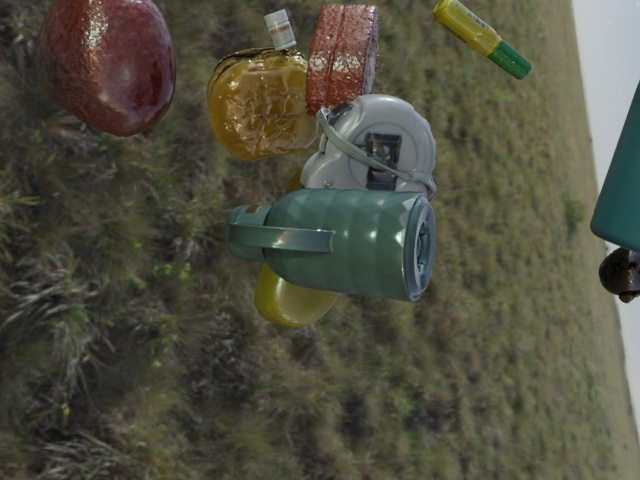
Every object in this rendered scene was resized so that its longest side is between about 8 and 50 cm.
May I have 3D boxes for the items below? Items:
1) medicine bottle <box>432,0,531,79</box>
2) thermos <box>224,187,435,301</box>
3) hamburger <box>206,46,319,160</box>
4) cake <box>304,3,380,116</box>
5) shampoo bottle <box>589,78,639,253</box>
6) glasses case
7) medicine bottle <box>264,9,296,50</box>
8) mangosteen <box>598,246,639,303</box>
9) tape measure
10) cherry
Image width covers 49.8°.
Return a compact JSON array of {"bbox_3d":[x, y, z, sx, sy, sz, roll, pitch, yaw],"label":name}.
[{"bbox_3d":[0.372,-0.460,1.581,0.260,0.064,0.095,34,21,-12],"label":"medicine bottle"},{"bbox_3d":[0.000,0.000,0.936,0.182,0.286,0.145,-2,96,-69],"label":"thermos"},{"bbox_3d":[-0.152,-0.355,1.807,0.158,0.318,0.319,-114,-178,-57],"label":"hamburger"},{"bbox_3d":[0.048,-0.400,1.514,0.177,0.150,0.283,79,22,-51],"label":"cake"},{"bbox_3d":[0.657,-0.122,1.136,0.331,0.331,0.343,-13,122,-68],"label":"shampoo bottle"},{"bbox_3d":[-0.015,0.016,1.547,0.173,0.141,0.371,23,76,-27],"label":"glasses case"},{"bbox_3d":[-0.100,-0.519,1.708,0.057,0.057,0.089,-56,131,-59],"label":"medicine bottle"},{"bbox_3d":[0.787,0.085,1.747,0.152,0.152,0.153,-7,90,-69],"label":"mangosteen"},{"bbox_3d":[0.088,-0.142,1.141,0.120,0.236,0.197,-121,-145,-70],"label":"tape measure"},{"bbox_3d":[-0.322,-0.291,1.075,0.206,0.239,0.239,19,65,-48],"label":"cherry"}]
